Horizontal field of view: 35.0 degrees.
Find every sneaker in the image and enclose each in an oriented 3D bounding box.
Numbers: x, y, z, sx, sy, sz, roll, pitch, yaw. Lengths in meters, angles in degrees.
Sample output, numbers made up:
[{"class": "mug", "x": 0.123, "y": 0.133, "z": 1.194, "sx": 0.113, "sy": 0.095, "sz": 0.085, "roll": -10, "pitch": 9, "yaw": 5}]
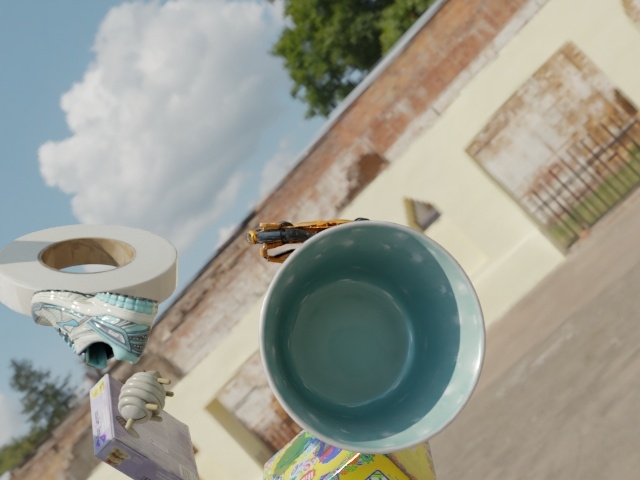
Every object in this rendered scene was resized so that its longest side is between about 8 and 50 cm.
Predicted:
[{"class": "sneaker", "x": -0.394, "y": 0.148, "z": 1.689, "sx": 0.283, "sy": 0.122, "sz": 0.110, "roll": -1, "pitch": -14, "yaw": 40}]

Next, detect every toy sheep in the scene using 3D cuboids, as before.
[{"class": "toy sheep", "x": -0.316, "y": 0.283, "z": 1.808, "sx": 0.091, "sy": 0.091, "sz": 0.132, "roll": -48, "pitch": 12, "yaw": 39}]

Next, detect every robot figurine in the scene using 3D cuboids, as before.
[{"class": "robot figurine", "x": 0.000, "y": 0.000, "z": 2.028, "sx": 0.291, "sy": 0.085, "sz": 0.211, "roll": -3, "pitch": 2, "yaw": -6}]

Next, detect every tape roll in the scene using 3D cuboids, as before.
[{"class": "tape roll", "x": -0.503, "y": 0.062, "z": 2.191, "sx": 0.392, "sy": 0.392, "sz": 0.072, "roll": -35, "pitch": -46, "yaw": -57}]

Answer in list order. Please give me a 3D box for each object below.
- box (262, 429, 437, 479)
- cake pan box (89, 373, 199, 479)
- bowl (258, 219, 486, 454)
[{"class": "box", "x": 0.047, "y": 0.439, "z": 1.818, "sx": 0.279, "sy": 0.177, "sz": 0.290, "roll": -43, "pitch": 10, "yaw": 10}, {"class": "cake pan box", "x": -0.379, "y": 0.438, "z": 2.218, "sx": 0.070, "sy": 0.267, "sz": 0.246, "roll": -44, "pitch": 30, "yaw": 11}, {"class": "bowl", "x": 0.058, "y": 0.138, "z": 1.418, "sx": 0.311, "sy": 0.311, "sz": 0.163, "roll": -42, "pitch": 0, "yaw": -15}]
